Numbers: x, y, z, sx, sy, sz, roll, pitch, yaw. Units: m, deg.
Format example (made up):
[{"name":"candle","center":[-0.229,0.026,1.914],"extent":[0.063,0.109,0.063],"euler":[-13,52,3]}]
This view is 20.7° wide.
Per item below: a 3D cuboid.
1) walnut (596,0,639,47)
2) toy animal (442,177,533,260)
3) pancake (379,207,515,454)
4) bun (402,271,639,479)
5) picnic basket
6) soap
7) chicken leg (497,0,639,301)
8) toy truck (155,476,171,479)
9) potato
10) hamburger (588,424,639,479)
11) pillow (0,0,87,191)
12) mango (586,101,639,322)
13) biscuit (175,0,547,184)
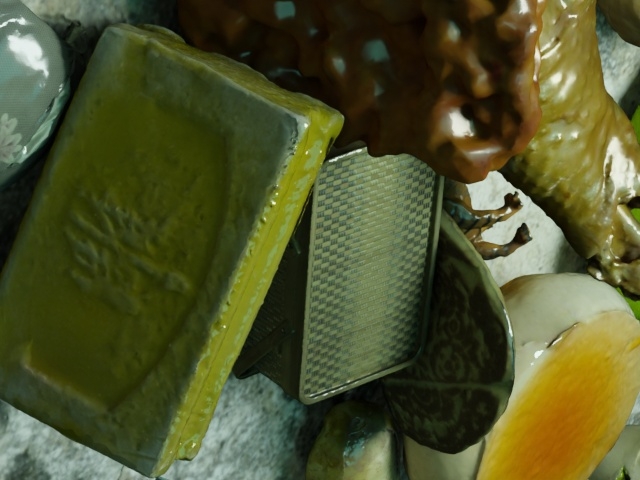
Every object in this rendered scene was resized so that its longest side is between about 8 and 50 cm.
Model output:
[{"name":"walnut","center":[0.378,-0.284,1.729],"extent":[0.261,0.225,0.225],"euler":[-7,116,-48]},{"name":"toy animal","center":[0.132,-0.005,1.722],"extent":[0.116,0.114,0.255],"euler":[-24,142,-7]},{"name":"pancake","center":[0.099,0.078,1.630],"extent":[0.031,0.250,0.250],"euler":[-11,120,-27]},{"name":"bun","center":[0.189,0.152,1.812],"extent":[0.299,0.165,0.299],"euler":[-31,138,-33]},{"name":"picnic basket","center":[0.000,0.000,1.558],"extent":[0.165,0.139,0.266],"euler":[-18,124,-38]},{"name":"soap","center":[-0.135,0.005,1.363],"extent":[0.315,0.199,0.091],"euler":[-65,170,13]},{"name":"chicken leg","center":[0.192,-0.119,1.557],"extent":[0.182,0.295,0.409],"euler":[-40,107,-5]},{"name":"toy truck","center":[-0.186,0.377,1.586],"extent":[0.338,0.133,0.184],"euler":[-51,134,-10]},{"name":"potato","center":[0.031,0.234,1.762],"extent":[0.107,0.080,0.170],"euler":[-23,124,-26]},{"name":"hamburger","center":[0.407,0.320,2.161],"extent":[0.173,0.116,0.210],"euler":[-51,138,-16]},{"name":"pillow","center":[-0.271,-0.130,1.277],"extent":[0.169,0.059,0.255],"euler":[-55,139,-3]},{"name":"mango","center":[0.398,-0.062,1.910],"extent":[0.192,0.156,0.343],"euler":[5,106,-49]},{"name":"biscuit","center":[0.029,-0.217,1.343],"extent":[0.110,0.312,0.318],"euler":[-44,140,-51]}]
